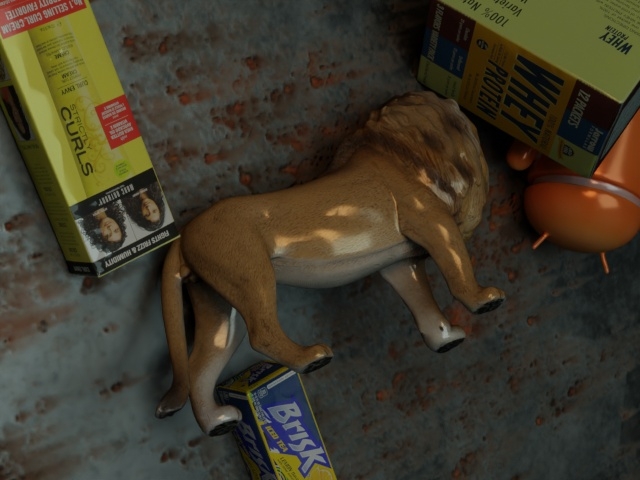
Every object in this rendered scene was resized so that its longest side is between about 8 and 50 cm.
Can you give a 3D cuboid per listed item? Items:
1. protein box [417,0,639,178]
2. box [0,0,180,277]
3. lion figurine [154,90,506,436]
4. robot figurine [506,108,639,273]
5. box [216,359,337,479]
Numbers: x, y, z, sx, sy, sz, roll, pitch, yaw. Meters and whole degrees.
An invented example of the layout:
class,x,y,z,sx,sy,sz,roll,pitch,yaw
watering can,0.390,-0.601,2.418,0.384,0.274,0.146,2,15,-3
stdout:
class,x,y,z,sx,sy,sz,roll,pitch,yaw
protein box,0.233,-0.208,1.199,0.200,0.136,0.201,32,66,14
box,-0.196,-0.092,1.002,0.087,0.058,0.232,-28,106,-31
lion figurine,0.000,0.000,1.090,0.392,0.142,0.240,-15,66,-28
robot figurine,0.279,-0.082,1.298,0.158,0.128,0.219,31,71,-54
box,-0.031,0.194,1.127,0.059,0.054,0.169,-28,106,-32
